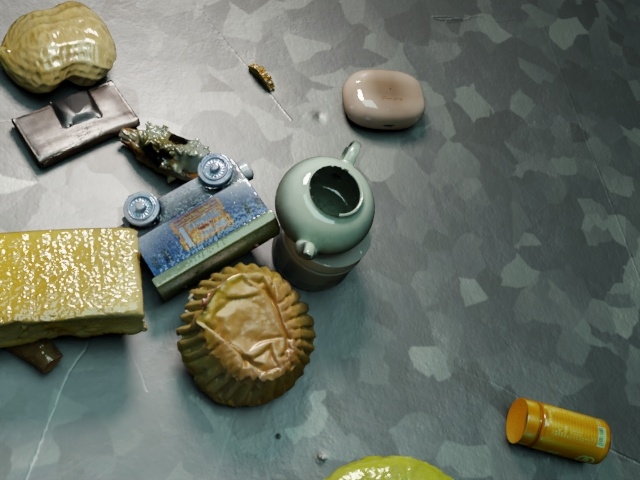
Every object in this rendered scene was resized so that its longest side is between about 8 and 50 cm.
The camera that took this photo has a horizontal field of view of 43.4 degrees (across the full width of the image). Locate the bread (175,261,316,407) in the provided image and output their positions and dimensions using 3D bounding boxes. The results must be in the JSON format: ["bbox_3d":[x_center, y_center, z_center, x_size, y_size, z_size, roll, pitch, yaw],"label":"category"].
[{"bbox_3d":[-0.129,0.175,1.484,0.274,0.149,0.274,2,84,-20],"label":"bread"}]

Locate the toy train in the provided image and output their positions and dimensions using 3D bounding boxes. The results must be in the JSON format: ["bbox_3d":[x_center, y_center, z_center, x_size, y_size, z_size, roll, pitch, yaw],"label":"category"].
[{"bbox_3d":[-0.238,-0.032,1.555,0.299,0.131,0.202,-31,75,-12],"label":"toy train"}]

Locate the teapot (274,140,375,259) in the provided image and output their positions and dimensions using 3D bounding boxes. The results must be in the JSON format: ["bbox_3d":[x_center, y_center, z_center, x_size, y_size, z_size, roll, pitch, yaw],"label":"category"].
[{"bbox_3d":[0.012,-0.071,1.510,0.193,0.129,0.294,28,62,-6],"label":"teapot"}]

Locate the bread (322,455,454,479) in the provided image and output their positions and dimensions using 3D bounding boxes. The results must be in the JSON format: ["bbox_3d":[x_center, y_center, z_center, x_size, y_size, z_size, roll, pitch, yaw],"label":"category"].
[{"bbox_3d":[0.080,0.534,1.320,0.348,0.308,0.348,6,71,-17],"label":"bread"}]

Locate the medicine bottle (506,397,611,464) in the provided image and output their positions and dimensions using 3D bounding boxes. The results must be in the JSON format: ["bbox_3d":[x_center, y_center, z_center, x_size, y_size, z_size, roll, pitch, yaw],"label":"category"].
[{"bbox_3d":[0.487,0.390,1.643,0.191,0.096,0.096,16,62,-11],"label":"medicine bottle"}]

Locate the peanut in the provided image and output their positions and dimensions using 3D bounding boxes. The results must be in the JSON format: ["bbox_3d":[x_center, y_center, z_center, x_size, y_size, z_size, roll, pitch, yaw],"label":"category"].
[{"bbox_3d":[-0.547,-0.398,1.665,0.233,0.110,0.197,-22,74,-28],"label":"peanut"}]

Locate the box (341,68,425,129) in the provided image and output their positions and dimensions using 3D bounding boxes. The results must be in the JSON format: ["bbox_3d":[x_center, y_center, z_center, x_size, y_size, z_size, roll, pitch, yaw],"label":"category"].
[{"bbox_3d":[0.148,-0.329,1.874,0.200,0.088,0.146,1,67,-19],"label":"box"}]

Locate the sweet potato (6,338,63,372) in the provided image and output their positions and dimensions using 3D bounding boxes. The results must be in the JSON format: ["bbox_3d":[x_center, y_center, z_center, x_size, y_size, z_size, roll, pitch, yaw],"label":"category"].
[{"bbox_3d":[-0.575,0.129,1.436,0.281,0.059,0.067,43,100,9],"label":"sweet potato"}]

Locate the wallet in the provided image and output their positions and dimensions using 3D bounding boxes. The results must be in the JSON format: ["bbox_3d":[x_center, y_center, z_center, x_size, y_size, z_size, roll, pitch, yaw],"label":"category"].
[{"bbox_3d":[-0.499,-0.242,1.646,0.230,0.042,0.124,-30,81,-26],"label":"wallet"}]

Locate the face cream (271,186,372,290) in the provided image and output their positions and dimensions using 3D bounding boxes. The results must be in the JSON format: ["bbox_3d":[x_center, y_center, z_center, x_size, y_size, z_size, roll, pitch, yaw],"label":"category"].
[{"bbox_3d":[0.000,0.000,1.635,0.177,0.153,0.177,6,66,-14],"label":"face cream"}]

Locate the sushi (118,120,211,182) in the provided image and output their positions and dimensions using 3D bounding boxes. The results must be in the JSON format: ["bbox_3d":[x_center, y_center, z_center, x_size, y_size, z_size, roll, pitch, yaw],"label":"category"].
[{"bbox_3d":[-0.309,-0.177,1.645,0.226,0.103,0.097,18,62,-1],"label":"sushi"}]

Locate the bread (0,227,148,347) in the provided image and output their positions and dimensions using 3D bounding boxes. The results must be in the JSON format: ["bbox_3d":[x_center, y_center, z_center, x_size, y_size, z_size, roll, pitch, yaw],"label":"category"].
[{"bbox_3d":[-0.448,0.079,1.397,0.274,0.114,0.185,-5,65,-14],"label":"bread"}]

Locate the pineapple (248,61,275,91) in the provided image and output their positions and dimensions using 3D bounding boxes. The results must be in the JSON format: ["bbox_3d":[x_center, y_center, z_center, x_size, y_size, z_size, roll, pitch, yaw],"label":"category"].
[{"bbox_3d":[-0.134,-0.377,1.830,0.019,0.045,0.083,-42,87,-17],"label":"pineapple"}]
